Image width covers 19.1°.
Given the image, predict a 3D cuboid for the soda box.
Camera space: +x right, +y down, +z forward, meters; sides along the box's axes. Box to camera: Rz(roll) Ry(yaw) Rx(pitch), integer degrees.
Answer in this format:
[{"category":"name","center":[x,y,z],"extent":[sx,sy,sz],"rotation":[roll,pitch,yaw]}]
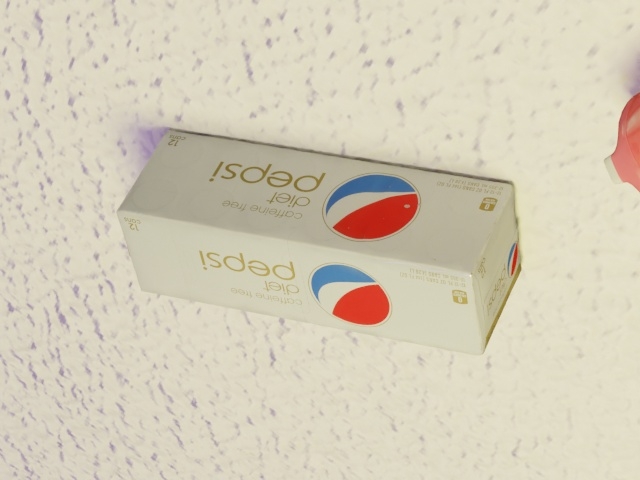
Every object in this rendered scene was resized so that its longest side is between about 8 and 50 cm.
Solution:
[{"category":"soda box","center":[0.000,0.000,1.072],"extent":[0.216,0.074,0.069],"rotation":[10,138,22]}]

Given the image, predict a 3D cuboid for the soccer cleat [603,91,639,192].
[{"category":"soccer cleat","center":[0.243,0.009,0.938],"extent":[0.095,0.083,0.248],"rotation":[-28,114,41]}]
